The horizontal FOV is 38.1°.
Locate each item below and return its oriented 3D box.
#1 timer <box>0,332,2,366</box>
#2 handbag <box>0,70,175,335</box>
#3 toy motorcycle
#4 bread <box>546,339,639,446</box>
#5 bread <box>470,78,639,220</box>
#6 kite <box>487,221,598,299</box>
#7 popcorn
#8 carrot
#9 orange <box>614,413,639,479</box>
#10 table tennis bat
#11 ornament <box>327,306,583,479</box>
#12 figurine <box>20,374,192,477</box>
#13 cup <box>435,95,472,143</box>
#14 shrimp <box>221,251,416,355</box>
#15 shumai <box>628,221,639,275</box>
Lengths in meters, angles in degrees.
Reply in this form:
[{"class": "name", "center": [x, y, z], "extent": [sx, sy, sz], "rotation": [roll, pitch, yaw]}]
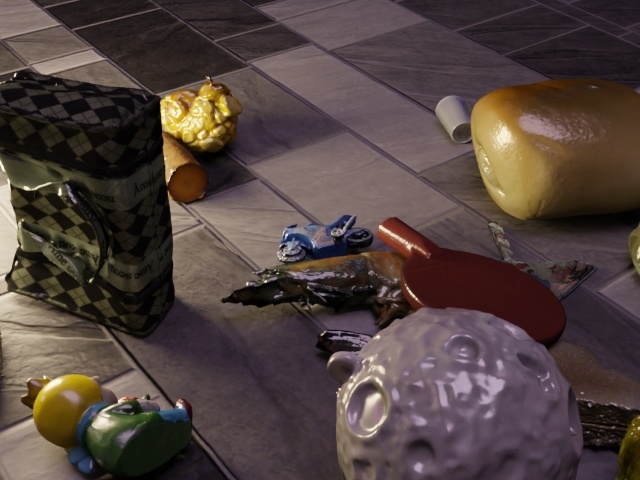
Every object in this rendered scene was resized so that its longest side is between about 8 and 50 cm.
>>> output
[{"class": "timer", "center": [-0.662, 0.168, 1.525], "extent": [0.262, 0.087, 0.237], "rotation": [-10, 39, -16]}, {"class": "handbag", "center": [-0.421, -0.061, 1.590], "extent": [0.317, 0.416, 0.180], "rotation": [11, 33, 17]}, {"class": "toy motorcycle", "center": [0.000, 0.000, 1.810], "extent": [0.205, 0.076, 0.114], "rotation": [-14, 33, -22]}, {"class": "bread", "center": [0.350, 0.229, 1.492], "extent": [0.337, 0.102, 0.183], "rotation": [6, 37, 3]}, {"class": "bread", "center": [0.515, -0.205, 1.965], "extent": [0.376, 0.253, 0.348], "rotation": [-5, 41, -7]}, {"class": "kite", "center": [0.377, 0.056, 1.803], "extent": [0.335, 0.011, 0.314], "rotation": [1, 36, -3]}, {"class": "popcorn", "center": [-0.265, -0.272, 2.105], "extent": [0.194, 0.163, 0.140], "rotation": [-17, -1, 24]}, {"class": "carrot", "center": [-0.329, -0.182, 2.014], "extent": [0.102, 0.102, 0.263], "rotation": [-15, 39, -22]}, {"class": "orange", "center": [0.546, 0.330, 1.261], "extent": [0.301, 0.223, 0.300], "rotation": [-29, 50, -30]}, {"class": "table tennis bat", "center": [0.244, 0.068, 1.616], "extent": [0.268, 0.051, 0.415], "rotation": [-10, 33, -35]}, {"class": "ornament", "center": [0.188, 0.255, 1.241], "extent": [0.337, 0.337, 0.337], "rotation": [2, 37, -1]}, {"class": "figurine", "center": [-0.322, 0.263, 1.403], "extent": [0.234, 0.127, 0.185], "rotation": [14, 24, 37]}, {"class": "cup", "center": [0.338, -0.284, 2.220], "extent": [0.104, 0.074, 0.116], "rotation": [18, 33, -28]}, {"class": "shrimp", "center": [0.047, 0.123, 1.646], "extent": [0.445, 0.085, 0.272], "rotation": [2, 42, -8]}, {"class": "shumai", "center": [0.766, -0.030, 1.708], "extent": [0.330, 0.288, 0.292], "rotation": [-7, 37, -10]}]
